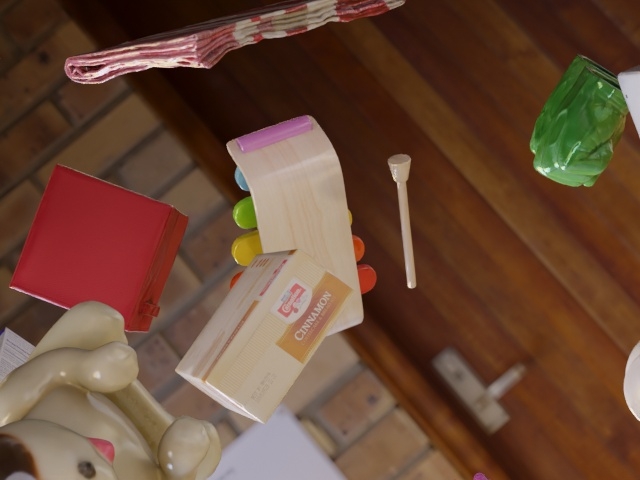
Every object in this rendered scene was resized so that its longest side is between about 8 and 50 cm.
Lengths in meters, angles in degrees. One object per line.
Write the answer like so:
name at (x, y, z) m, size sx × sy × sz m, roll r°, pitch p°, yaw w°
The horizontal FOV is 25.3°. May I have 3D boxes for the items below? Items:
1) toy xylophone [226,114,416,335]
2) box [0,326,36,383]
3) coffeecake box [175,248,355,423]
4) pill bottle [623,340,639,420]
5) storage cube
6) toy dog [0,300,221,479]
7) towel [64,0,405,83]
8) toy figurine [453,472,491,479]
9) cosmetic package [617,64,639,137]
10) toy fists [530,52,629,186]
toy xylophone at (0.000, 0.000, 1.780) m, size 0.236 × 0.081 × 0.323 m, roll -12°, pitch 121°, yaw -20°
box at (-0.479, 0.228, 2.257) m, size 0.072 × 0.126 × 0.137 m, roll -41°, pitch -154°, yaw 22°
coffeecake box at (-0.055, 0.085, 1.312) m, size 0.142 × 0.068 × 0.185 m, roll -55°, pitch -170°, yaw -10°
pill bottle at (0.413, 0.149, 1.597) m, size 0.124 × 0.124 × 0.221 m, roll -47°, pitch 163°, yaw 24°
storage cube at (-0.320, 0.016, 2.117) m, size 0.183 × 0.215 × 0.193 m, roll 57°, pitch 52°, yaw -85°
toy dog at (-0.323, 0.276, 1.662) m, size 0.395 × 0.285 × 0.408 m, roll -30°, pitch -174°, yaw 2°
towel at (-0.089, -0.233, 1.589) m, size 0.329 × 0.037 × 0.237 m, roll -24°, pitch -164°, yaw -41°
toy figurine at (0.226, 0.384, 1.964) m, size 0.173 × 0.159 × 0.130 m, roll -51°, pitch 147°, yaw 9°
cosmetic package at (0.407, -0.079, 1.206) m, size 0.224 × 0.224 × 0.138 m, roll -22°, pitch -173°, yaw -2°
toy fists at (0.333, -0.146, 1.820) m, size 0.142 × 0.096 × 0.279 m, roll -58°, pitch -177°, yaw 15°
